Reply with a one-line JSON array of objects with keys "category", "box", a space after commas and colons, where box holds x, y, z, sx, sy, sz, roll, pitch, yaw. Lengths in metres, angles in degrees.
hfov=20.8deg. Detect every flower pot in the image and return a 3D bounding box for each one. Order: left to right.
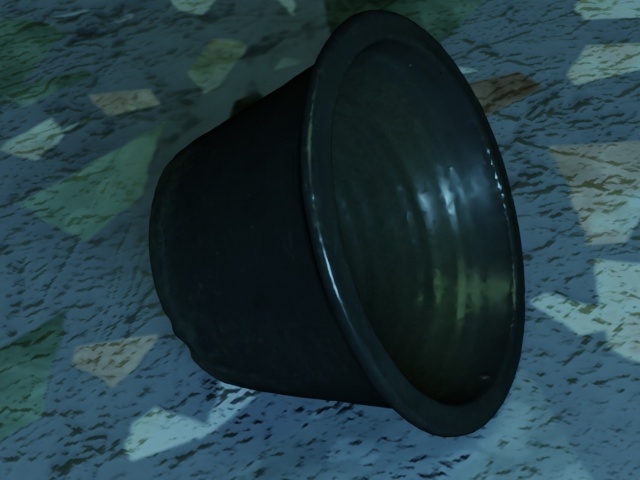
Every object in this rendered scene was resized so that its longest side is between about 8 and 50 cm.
[{"category": "flower pot", "box": [0.000, 0.000, 0.976, 0.148, 0.235, 0.235, -12, 35, 30]}]
